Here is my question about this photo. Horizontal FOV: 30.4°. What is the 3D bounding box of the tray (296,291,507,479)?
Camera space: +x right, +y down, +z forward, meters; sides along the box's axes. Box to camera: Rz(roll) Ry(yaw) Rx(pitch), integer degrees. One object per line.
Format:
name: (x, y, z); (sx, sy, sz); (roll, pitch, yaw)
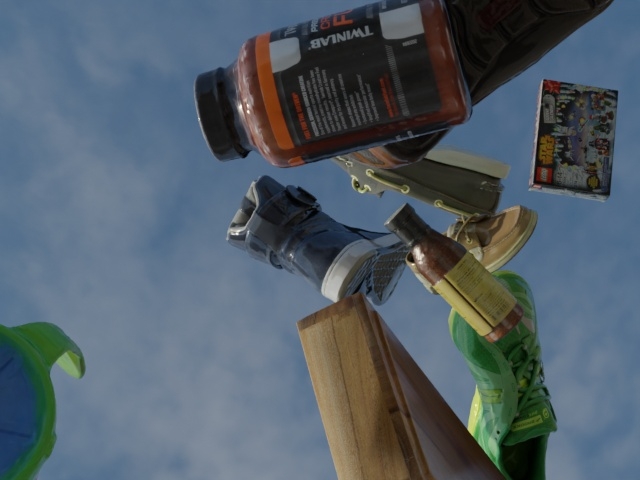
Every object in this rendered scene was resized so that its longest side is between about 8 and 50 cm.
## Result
tray: (0.117, 0.240, 1.118); (0.076, 0.203, 0.411); (-26, -42, 10)

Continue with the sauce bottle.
sauce bottle: (0.104, 0.023, 0.925); (0.042, 0.042, 0.128); (-44, -87, -16)

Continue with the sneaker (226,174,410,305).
sneaker: (0.001, -0.002, 1.209); (0.086, 0.163, 0.226); (-64, -19, 7)

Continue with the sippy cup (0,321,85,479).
sippy cup: (-0.413, 0.232, 1.340); (0.305, 0.224, 0.240); (-6, -117, -13)

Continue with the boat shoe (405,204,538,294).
boat shoe: (0.124, 0.004, 0.995); (0.045, 0.135, 0.050); (37, -135, -18)

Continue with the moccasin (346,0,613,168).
moccasin: (0.150, -0.203, 1.073); (0.139, 0.147, 0.380); (46, -104, -18)

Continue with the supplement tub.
supplement tub: (0.008, -0.115, 0.884); (0.197, 0.106, 0.106); (-13, -67, 9)

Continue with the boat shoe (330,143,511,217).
boat shoe: (0.091, -0.097, 1.546); (0.304, 0.109, 0.091); (15, -79, 8)

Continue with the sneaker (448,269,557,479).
sneaker: (0.222, 0.164, 1.333); (0.109, 0.123, 0.296); (-20, -61, -16)

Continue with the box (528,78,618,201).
box: (0.301, -0.120, 1.403); (0.093, 0.027, 0.137); (8, -107, 0)
